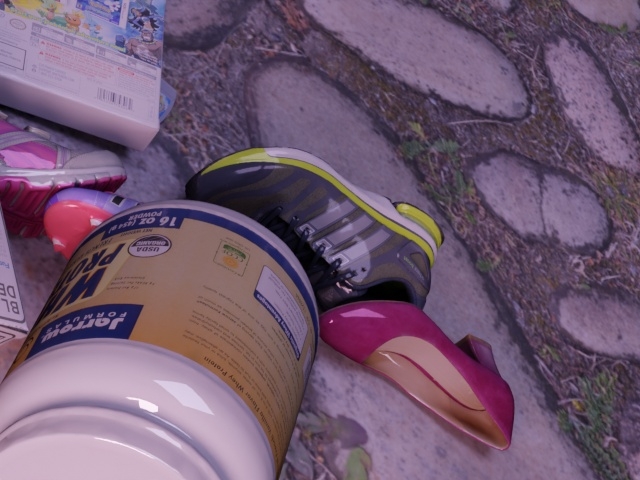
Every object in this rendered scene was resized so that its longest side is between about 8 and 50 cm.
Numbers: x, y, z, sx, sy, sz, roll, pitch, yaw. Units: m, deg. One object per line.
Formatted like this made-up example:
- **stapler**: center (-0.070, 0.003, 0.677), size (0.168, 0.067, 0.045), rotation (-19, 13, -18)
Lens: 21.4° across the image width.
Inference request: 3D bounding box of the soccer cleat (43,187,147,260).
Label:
- **soccer cleat**: center (-0.159, -0.004, 1.544), size (0.248, 0.083, 0.095), rotation (29, 45, -45)

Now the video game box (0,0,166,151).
- **video game box**: center (-0.253, -0.197, 1.654), size (0.205, 0.048, 0.187), rotation (19, 50, -23)

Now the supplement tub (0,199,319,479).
- **supplement tub**: center (-0.134, 0.134, 1.337), size (0.228, 0.228, 0.316), rotation (38, 30, -12)

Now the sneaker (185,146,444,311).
- **sneaker**: center (0.000, 0.000, 1.694), size (0.300, 0.111, 0.121), rotation (20, 52, -27)

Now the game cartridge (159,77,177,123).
- **game cartridge**: center (-0.178, -0.141, 1.713), size (0.056, 0.017, 0.083), rotation (43, 41, -12)

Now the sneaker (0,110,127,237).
- **sneaker**: center (-0.284, -0.072, 1.497), size (0.252, 0.103, 0.111), rotation (0, 61, -42)

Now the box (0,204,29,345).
- **box**: center (-0.346, -0.033, 1.335), size (0.087, 0.169, 0.290), rotation (24, 46, -60)

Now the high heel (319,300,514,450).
- **high heel**: center (0.098, 0.138, 1.695), size (0.244, 0.082, 0.117), rotation (24, 41, -41)
